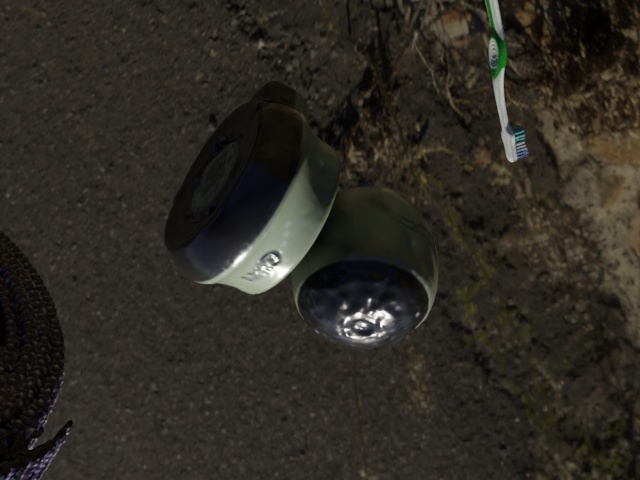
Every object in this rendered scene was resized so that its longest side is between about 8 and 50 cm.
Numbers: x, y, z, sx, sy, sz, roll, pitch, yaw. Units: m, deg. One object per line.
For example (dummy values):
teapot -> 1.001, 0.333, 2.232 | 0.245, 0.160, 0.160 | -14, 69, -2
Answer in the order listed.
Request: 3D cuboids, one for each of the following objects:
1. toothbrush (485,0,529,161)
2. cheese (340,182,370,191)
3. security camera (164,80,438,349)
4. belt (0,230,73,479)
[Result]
toothbrush -> 0.303, -0.334, 1.522 | 0.040, 0.042, 0.417 | -23, 110, -17
cheese -> -0.016, -0.030, 1.551 | 0.244, 0.155, 0.062 | -19, 164, 16
security camera -> 0.000, 0.000, 0.909 | 0.277, 0.191, 0.197 | 30, 127, -26
belt -> -0.308, 0.058, 0.574 | 0.260, 0.325, 0.122 | 11, 120, -39
